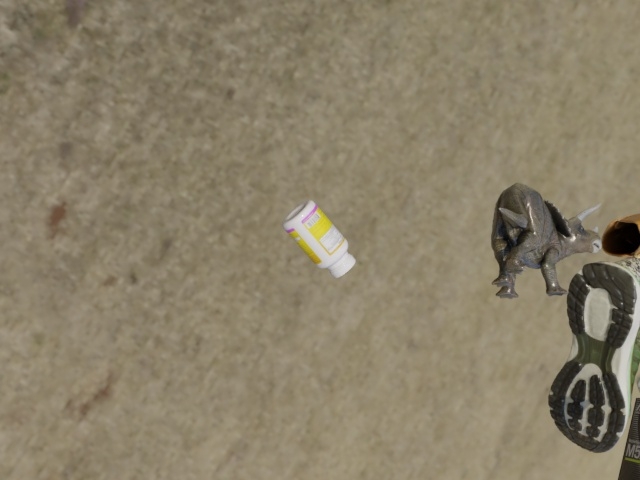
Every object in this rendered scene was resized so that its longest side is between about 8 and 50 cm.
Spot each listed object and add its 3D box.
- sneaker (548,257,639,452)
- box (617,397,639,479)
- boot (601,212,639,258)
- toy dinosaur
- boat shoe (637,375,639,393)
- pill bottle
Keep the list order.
[{"bbox_3d":[0.536,0.203,2.205,0.182,0.158,0.410,-26,131,-43],"label":"sneaker"},{"bbox_3d":[0.523,0.338,1.859,0.191,0.045,0.184,169,-66,-77],"label":"box"},{"bbox_3d":[0.567,-0.020,2.042,0.211,0.104,0.295,-17,169,-6],"label":"boot"},{"bbox_3d":[0.285,-0.012,1.708,0.313,0.121,0.160,28,60,-49],"label":"toy dinosaur"},{"bbox_3d":[0.682,0.221,2.262,0.102,0.108,0.301,-46,167,33],"label":"boat shoe"},{"bbox_3d":[0.000,0.000,1.302,0.043,0.083,0.043,-38,-166,11],"label":"pill bottle"}]
